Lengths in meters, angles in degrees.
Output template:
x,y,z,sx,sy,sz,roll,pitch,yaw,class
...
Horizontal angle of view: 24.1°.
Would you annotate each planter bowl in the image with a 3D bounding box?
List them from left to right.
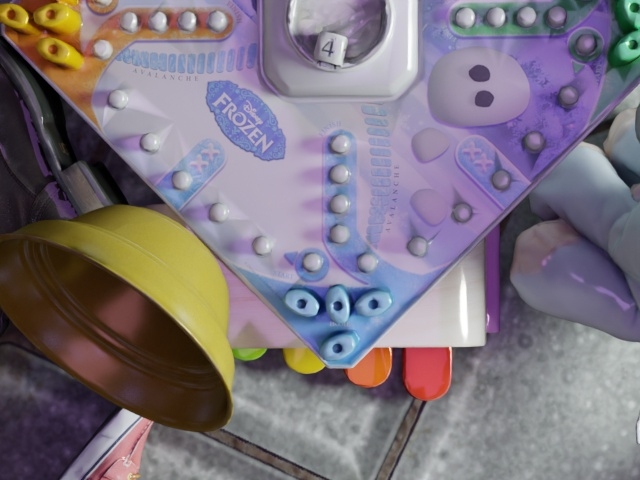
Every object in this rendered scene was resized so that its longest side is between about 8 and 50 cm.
x,y,z,sx,sy,sz,roll,pitch,yaw,class
-0.135,0.039,1.102,0.217,0.217,0.090,35,61,-3,planter bowl

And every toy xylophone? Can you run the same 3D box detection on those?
x,y,z,sx,sy,sz,roll,pitch,yaw,class
0.000,0.000,1.215,0.322,0.081,0.236,8,87,-5,toy xylophone

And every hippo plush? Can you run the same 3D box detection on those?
x,y,z,sx,sy,sz,roll,pitch,yaw,class
0.260,-0.014,1.129,0.234,0.236,0.294,3,67,9,hippo plush

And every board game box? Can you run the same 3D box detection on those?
x,y,z,sx,sy,sz,roll,pitch,yaw,class
0.014,-0.168,1.127,0.390,0.050,0.390,-45,86,5,board game box

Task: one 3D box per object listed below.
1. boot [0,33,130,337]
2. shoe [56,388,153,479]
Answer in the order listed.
x,y,z,sx,sy,sz,roll,pitch,yaw,class
-0.293,-0.031,1.188,0.229,0.091,0.263,-35,80,5,boot
-0.165,0.199,1.205,0.081,0.063,0.178,40,90,-4,shoe
